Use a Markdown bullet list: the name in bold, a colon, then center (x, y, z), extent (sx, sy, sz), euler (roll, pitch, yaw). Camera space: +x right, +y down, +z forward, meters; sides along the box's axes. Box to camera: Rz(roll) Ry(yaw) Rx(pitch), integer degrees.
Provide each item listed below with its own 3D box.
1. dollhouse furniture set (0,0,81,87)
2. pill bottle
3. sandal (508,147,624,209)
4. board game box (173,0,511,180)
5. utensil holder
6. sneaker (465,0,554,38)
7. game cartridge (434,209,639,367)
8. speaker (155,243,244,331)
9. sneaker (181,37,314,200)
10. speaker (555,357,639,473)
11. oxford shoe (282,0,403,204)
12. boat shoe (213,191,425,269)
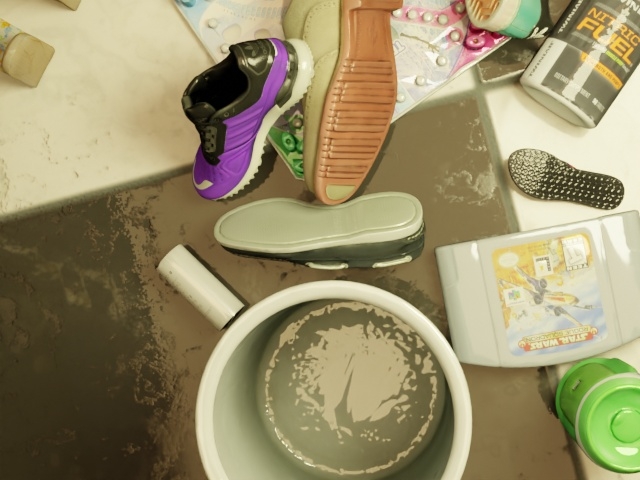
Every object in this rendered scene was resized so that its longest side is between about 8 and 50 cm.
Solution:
- **dollhouse furniture set**: center (-0.593, -0.322, 1.695), extent (0.362, 0.256, 0.394), euler (27, 92, 5)
- **pill bottle**: center (0.397, -0.290, 1.669), extent (0.130, 0.130, 0.246), euler (34, 92, 5)
- **sandal**: center (0.350, -0.085, 1.721), extent (0.179, 0.040, 0.067), euler (16, 96, -9)
- **board game box**: center (0.018, -0.351, 1.744), extent (0.390, 0.050, 0.390), euler (-35, 87, 4)
- **utensil holder**: center (0.032, 0.212, 1.568), extent (0.327, 0.385, 0.328), euler (0, 89, 6)
- **sneaker**: center (0.267, -0.415, 1.690), extent (0.121, 0.108, 0.302), euler (15, 64, -32)
- **game cartridge**: center (0.327, 0.079, 1.710), extent (0.297, 0.062, 0.198), euler (-11, 84, 5)
- **speaker**: center (-0.177, 0.071, 1.753), extent (0.136, 0.055, 0.055), euler (43, 93, 5)
- **sneaker**: center (-0.139, -0.172, 1.656), extent (0.293, 0.146, 0.102), euler (-55, 53, 37)
- **speaker**: center (0.386, 0.227, 1.579), extent (0.131, 0.296, 0.131), euler (0, 89, 5)
- **oxford shoe**: center (0.019, -0.251, 1.674), extent (0.146, 0.140, 0.397), euler (14, 97, 37)
- **boat shoe**: center (0.000, 0.000, 1.715), extent (0.302, 0.091, 0.114), euler (-1, 45, 10)
